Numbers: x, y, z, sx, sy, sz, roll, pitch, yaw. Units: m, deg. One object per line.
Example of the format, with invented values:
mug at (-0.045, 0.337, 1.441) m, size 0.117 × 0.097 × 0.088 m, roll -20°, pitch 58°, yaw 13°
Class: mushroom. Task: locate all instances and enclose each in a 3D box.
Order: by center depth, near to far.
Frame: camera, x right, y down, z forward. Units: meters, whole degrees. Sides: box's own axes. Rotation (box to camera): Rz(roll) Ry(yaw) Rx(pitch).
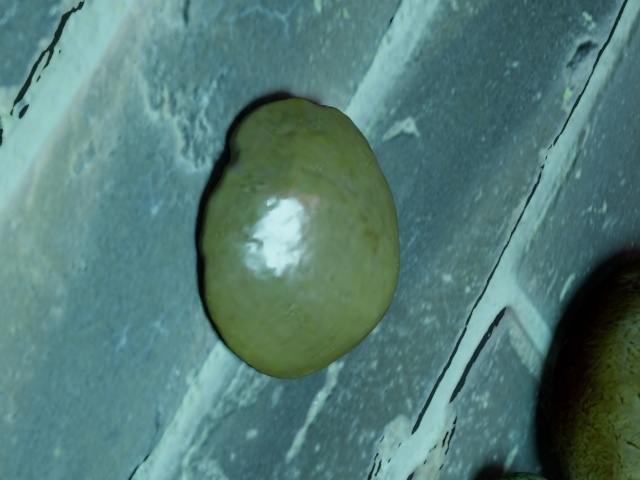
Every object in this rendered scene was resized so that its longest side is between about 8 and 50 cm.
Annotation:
mushroom at (0.315, 0.157, 1.564) m, size 0.297 × 0.163 × 0.278 m, roll -60°, pitch 140°, yaw -34°

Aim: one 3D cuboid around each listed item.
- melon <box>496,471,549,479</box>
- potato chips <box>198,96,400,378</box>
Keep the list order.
melon at (0.179, 0.261, 1.474) m, size 0.099 × 0.099 × 0.162 m, roll -48°, pitch 129°, yaw -33°
potato chips at (0.001, 0.001, 1.210) m, size 0.195 × 0.062 × 0.208 m, roll -30°, pitch 124°, yaw -42°
